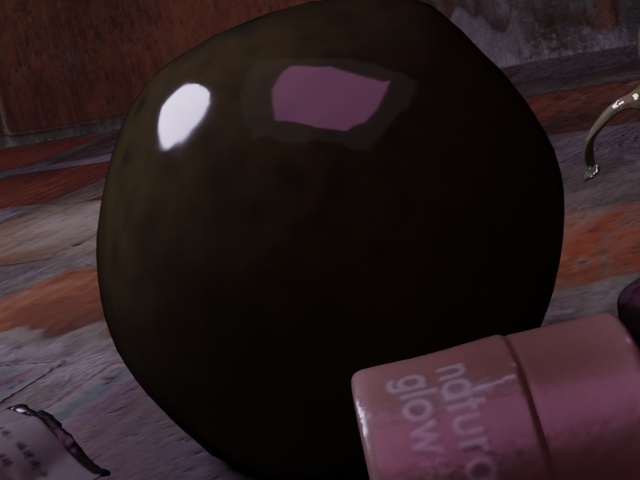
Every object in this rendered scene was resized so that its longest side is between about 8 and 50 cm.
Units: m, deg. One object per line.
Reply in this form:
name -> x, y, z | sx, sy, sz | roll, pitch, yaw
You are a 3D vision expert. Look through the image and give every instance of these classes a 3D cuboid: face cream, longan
face cream -> 0.078, 0.110, 0.557 | 0.104, 0.149, 0.149 | -14, 12, 1
longan -> 0.000, 0.000, 0.887 | 0.288, 0.288, 0.350 | -19, 3, -24

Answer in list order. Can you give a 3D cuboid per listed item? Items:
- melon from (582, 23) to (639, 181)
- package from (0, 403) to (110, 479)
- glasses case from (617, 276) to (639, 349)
melon -> 0.372, -0.126, 1.070 | 0.308, 0.272, 0.272 | -11, 11, -16
package -> -0.275, 0.162, 0.906 | 0.204, 0.062, 0.251 | -22, 11, -40
glasses case -> 0.251, 0.059, 0.774 | 0.113, 0.075, 0.297 | -13, 13, -8
